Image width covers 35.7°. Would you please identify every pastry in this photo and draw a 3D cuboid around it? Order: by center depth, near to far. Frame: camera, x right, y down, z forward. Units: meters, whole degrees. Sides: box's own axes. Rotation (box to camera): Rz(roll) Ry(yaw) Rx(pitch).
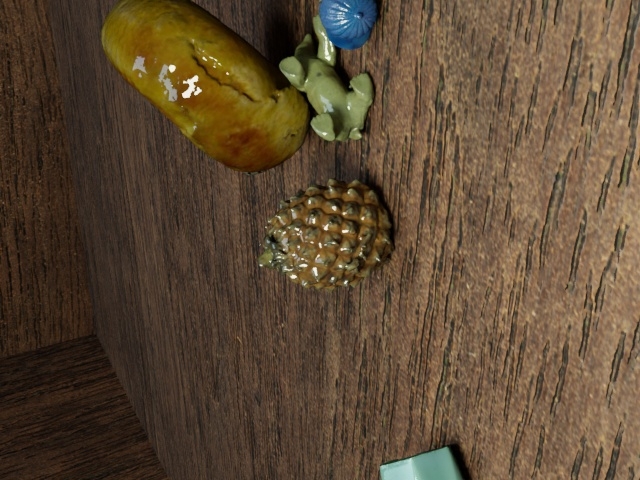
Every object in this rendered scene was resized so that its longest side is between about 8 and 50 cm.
[{"bbox_3d":[-0.166,-0.242,1.476,0.164,0.356,0.356,-49,42,9],"label":"pastry"}]

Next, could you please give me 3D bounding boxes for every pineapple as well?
[{"bbox_3d":[0.000,0.000,1.368,0.166,0.193,0.166,52,154,38],"label":"pineapple"}]

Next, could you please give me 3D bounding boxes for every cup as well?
[{"bbox_3d":[0.162,0.396,1.312,0.134,0.148,0.235,51,-155,-79],"label":"cup"}]

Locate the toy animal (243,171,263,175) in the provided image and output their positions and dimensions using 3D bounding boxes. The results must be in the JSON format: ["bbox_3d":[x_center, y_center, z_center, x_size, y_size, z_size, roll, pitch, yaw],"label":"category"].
[{"bbox_3d":[-0.108,-0.147,1.688,0.098,0.098,0.137,59,170,36],"label":"toy animal"}]

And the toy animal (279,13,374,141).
[{"bbox_3d":[0.005,-0.220,1.388,0.218,0.103,0.101,60,177,25],"label":"toy animal"}]

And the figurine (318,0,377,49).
[{"bbox_3d":[0.028,-0.317,1.289,0.087,0.086,0.149,-47,44,36],"label":"figurine"}]
